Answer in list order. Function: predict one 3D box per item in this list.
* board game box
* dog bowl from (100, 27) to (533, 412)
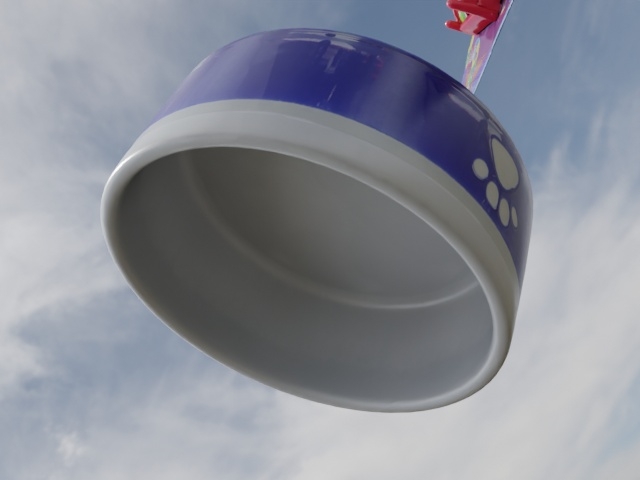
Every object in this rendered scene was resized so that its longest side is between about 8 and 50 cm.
[{"bbox_3d":[0.096,-0.161,0.450,0.168,0.033,0.133,104,-179,-54],"label":"board game box"},{"bbox_3d":[0.000,0.000,0.485,0.264,0.265,0.104,91,-161,-51],"label":"dog bowl"}]
